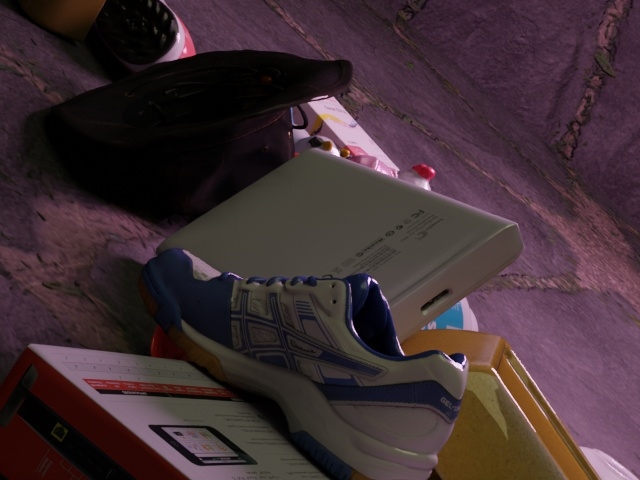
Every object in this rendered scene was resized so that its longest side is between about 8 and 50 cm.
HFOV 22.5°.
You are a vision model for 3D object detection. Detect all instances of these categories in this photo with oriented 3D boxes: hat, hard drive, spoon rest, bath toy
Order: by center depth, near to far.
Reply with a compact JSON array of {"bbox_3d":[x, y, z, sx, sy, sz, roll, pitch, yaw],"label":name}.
[{"bbox_3d":[0.010,0.009,1.465,0.307,0.203,0.040,24,-39,52],"label":"hard drive"},{"bbox_3d":[-0.118,-0.105,1.689,0.331,0.331,0.134,-90,175,-70],"label":"hat"},{"bbox_3d":[0.356,0.327,1.849,0.137,0.084,0.276,31,8,-37],"label":"spoon rest"},{"bbox_3d":[0.025,-0.077,1.970,0.348,0.129,0.151,24,25,-46],"label":"bath toy"}]

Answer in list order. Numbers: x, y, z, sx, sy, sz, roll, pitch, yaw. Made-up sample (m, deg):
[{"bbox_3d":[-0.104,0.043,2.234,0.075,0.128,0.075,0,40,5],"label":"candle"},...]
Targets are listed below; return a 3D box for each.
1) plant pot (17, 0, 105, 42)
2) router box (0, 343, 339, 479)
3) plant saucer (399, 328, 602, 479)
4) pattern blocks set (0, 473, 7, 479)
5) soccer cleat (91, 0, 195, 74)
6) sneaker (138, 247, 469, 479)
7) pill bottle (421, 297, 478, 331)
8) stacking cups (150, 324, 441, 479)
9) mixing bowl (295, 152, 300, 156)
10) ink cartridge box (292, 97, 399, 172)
[{"bbox_3d":[-0.305,-0.288,1.844,0.083,0.081,0.081,7,38,-42],"label":"plant pot"},{"bbox_3d":[-0.033,0.196,1.127,0.301,0.082,0.335,35,8,25],"label":"router box"},{"bbox_3d":[0.187,0.210,1.390,0.332,0.081,0.333,55,9,3],"label":"plant saucer"},{"bbox_3d":[-0.204,0.193,1.019,0.325,0.026,0.285,42,18,-2],"label":"pattern blocks set"},{"bbox_3d":[-0.249,-0.291,1.964,0.318,0.109,0.116,51,-3,34],"label":"soccer cleat"},{"bbox_3d":[-0.010,0.070,1.229,0.296,0.131,0.112,34,9,28],"label":"sneaker"},{"bbox_3d":[0.058,0.082,1.637,0.264,0.146,0.146,16,31,-53],"label":"pill bottle"},{"bbox_3d":[-0.011,0.151,1.445,0.316,0.096,0.096,26,23,-32],"label":"stacking cups"},{"bbox_3d":[0.000,0.000,1.783,0.181,0.098,0.181,37,18,-14],"label":"mixing bowl"},{"bbox_3d":[0.003,-0.145,2.177,0.198,0.067,0.115,48,19,19],"label":"ink cartridge box"}]
